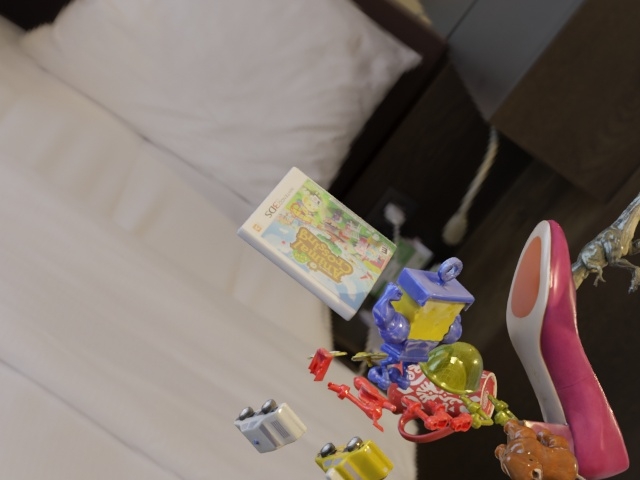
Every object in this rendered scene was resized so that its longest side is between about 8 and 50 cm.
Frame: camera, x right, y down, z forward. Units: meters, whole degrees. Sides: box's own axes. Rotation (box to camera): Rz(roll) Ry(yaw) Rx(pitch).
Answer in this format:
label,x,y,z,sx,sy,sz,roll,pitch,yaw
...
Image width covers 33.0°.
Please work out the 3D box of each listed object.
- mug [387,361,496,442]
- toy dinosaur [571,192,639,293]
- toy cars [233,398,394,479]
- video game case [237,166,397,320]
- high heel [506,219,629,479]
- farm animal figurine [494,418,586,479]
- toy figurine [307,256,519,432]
label,x,y,z,sx,sy,sz,roll,pitch,yaw
mug,0.216,0.284,1.911,0.169,0.150,0.113,6,-1,26
toy dinosaur,0.513,0.015,1.819,0.118,0.268,0.064,42,4,22
toy cars,-0.034,0.441,2.252,0.394,0.176,0.087,19,47,27
video game case,0.000,0.000,1.655,0.212,0.023,0.193,38,41,-1
high heel,0.377,0.163,1.600,0.181,0.377,0.127,5,0,-16
farm animal figurine,0.202,0.385,1.186,0.327,0.330,0.172,48,-2,-23
toy figurine,0.178,0.132,1.543,0.362,0.217,0.191,9,22,-43
